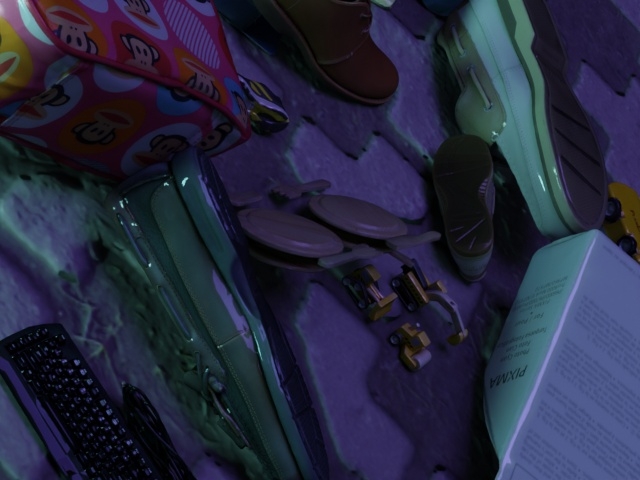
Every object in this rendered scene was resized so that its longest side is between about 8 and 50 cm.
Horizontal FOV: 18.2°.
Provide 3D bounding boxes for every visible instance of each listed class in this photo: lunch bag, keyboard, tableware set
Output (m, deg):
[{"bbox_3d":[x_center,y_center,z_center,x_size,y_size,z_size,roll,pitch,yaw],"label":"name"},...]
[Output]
[{"bbox_3d":[-0.185,-0.183,1.453,0.293,0.120,0.258,24,39,-56],"label":"lunch bag"},{"bbox_3d":[-0.136,0.132,1.344,0.192,0.038,0.100,57,34,5],"label":"keyboard"},{"bbox_3d":[0.000,0.000,1.599,0.128,0.039,0.194,26,19,26],"label":"tableware set"}]

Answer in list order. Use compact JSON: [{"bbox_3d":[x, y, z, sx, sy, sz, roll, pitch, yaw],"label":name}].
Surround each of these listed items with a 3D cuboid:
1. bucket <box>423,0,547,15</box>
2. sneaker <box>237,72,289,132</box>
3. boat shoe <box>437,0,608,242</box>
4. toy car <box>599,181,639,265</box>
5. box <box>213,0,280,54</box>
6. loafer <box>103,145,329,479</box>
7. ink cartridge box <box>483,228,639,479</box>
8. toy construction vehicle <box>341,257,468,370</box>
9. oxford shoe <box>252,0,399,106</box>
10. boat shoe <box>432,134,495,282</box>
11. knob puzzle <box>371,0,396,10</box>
[{"bbox_3d":[0.169,-0.367,2.018,0.281,0.183,0.281,30,40,-29],"label":"bucket"},{"bbox_3d":[-0.063,-0.121,1.668,0.083,0.031,0.035,36,24,-29],"label":"sneaker"},{"bbox_3d":[0.188,-0.113,1.883,0.113,0.103,0.302,36,35,-44],"label":"boat shoe"},{"bbox_3d":[0.331,0.081,1.920,0.225,0.053,0.239,39,37,-20],"label":"toy car"},{"bbox_3d":[-0.106,-0.273,1.746,0.225,0.036,0.136,37,37,-23],"label":"box"},{"bbox_3d":[-0.074,0.068,1.450,0.096,0.084,0.267,-13,82,-82],"label":"loafer"},{"bbox_3d":[0.253,0.229,1.682,0.308,0.091,0.385,39,57,-18],"label":"ink cartridge box"},{"bbox_3d":[0.074,0.054,1.660,0.098,0.035,0.086,56,34,6],"label":"toy construction vehicle"},{"bbox_3d":[0.020,-0.188,1.758,0.212,0.076,0.076,41,36,-47],"label":"oxford shoe"},{"bbox_3d":[0.132,-0.032,1.800,0.056,0.048,0.153,-6,47,0],"label":"boat shoe"},{"bbox_3d":[0.025,-0.333,1.857,0.213,0.213,0.030,61,-9,12],"label":"knob puzzle"}]
